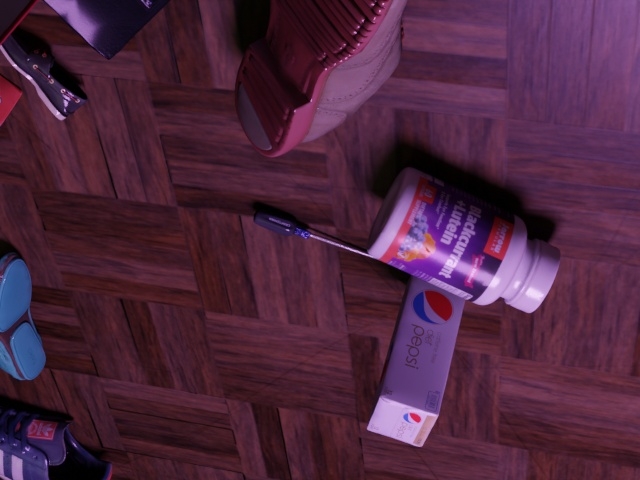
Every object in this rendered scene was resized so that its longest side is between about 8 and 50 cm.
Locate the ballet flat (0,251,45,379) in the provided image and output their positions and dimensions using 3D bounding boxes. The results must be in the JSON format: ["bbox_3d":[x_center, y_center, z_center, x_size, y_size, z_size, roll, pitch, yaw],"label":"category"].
[{"bbox_3d":[-0.447,0.102,1.758,0.087,0.083,0.247,22,140,19],"label":"ballet flat"}]

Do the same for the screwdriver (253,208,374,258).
[{"bbox_3d":[0.000,0.000,1.503,0.170,0.025,0.024,23,140,-3],"label":"screwdriver"}]

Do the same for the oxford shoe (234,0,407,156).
[{"bbox_3d":[0.027,-0.213,1.189,0.123,0.130,0.348,61,147,14],"label":"oxford shoe"}]

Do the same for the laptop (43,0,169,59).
[{"bbox_3d":[-0.151,-0.297,1.105,0.264,0.136,0.234,-44,131,2],"label":"laptop"}]

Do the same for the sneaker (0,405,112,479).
[{"bbox_3d":[-0.476,0.304,1.972,0.350,0.131,0.148,36,131,-27],"label":"sneaker"}]

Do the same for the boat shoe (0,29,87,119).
[{"bbox_3d":[-0.312,-0.195,1.397,0.042,0.049,0.133,-34,113,13],"label":"boat shoe"}]

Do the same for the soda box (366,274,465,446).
[{"bbox_3d":[0.115,0.123,1.444,0.069,0.216,0.074,18,140,2],"label":"soda box"}]

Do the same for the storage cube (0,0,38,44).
[{"bbox_3d":[-0.385,-0.291,1.192,0.193,0.215,0.183,4,139,27],"label":"storage cube"}]

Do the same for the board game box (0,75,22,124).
[{"bbox_3d":[-0.538,-0.160,1.508,0.242,0.064,0.316,38,137,-20],"label":"board game box"}]

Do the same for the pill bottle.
[{"bbox_3d":[0.158,0.005,1.380,0.194,0.108,0.108,24,140,-6],"label":"pill bottle"}]
